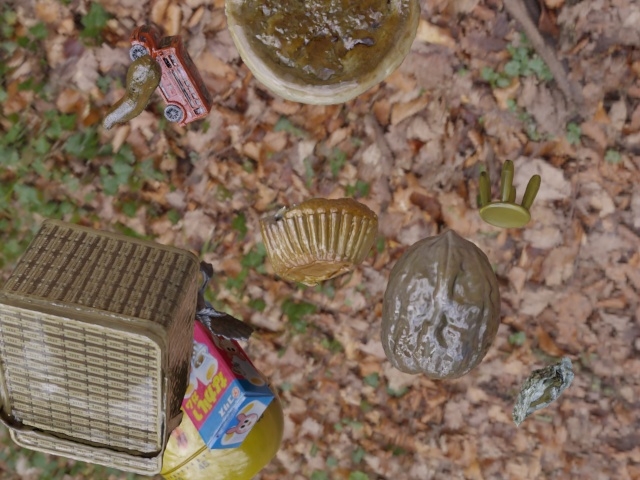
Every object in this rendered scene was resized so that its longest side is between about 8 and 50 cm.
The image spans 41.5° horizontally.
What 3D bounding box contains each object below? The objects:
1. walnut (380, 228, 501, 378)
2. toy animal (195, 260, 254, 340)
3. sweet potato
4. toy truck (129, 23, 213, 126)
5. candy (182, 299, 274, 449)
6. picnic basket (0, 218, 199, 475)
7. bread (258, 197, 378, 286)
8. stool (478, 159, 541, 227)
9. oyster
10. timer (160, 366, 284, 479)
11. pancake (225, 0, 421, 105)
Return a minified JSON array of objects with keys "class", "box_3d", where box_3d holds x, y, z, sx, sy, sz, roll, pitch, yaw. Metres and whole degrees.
[{"class":"walnut","box_3d":[0.179,0.095,1.255,0.178,0.178,0.230,10,103,17]},{"class":"toy animal","box_3d":[-0.229,0.098,1.420,0.272,0.197,0.160,-1,144,-44]},{"class":"sweet potato","box_3d":[-0.410,-0.326,1.860,0.233,0.081,0.062,-44,65,42]},{"class":"toy truck","box_3d":[-0.363,-0.414,2.067,0.114,0.107,0.253,-18,122,13]},{"class":"candy","box_3d":[-0.237,0.276,1.786,0.100,0.306,0.157,15,116,-47]},{"class":"picnic basket","box_3d":[-0.292,0.159,1.118,0.228,0.175,0.313,13,132,1]},{"class":"bread","box_3d":[0.000,0.000,1.916,0.274,0.149,0.274,-4,160,-1]},{"class":"stool","box_3d":[0.407,-0.097,1.840,0.134,0.110,0.135,6,157,19]},{"class":"oyster","box_3d":[0.319,0.212,1.212,0.037,0.100,0.098,46,153,42]},{"class":"timer","box_3d":[-0.280,0.407,2.030,0.387,0.376,0.376,50,137,0]},{"class":"pancake","box_3d":[0.005,-0.443,1.562,0.382,0.382,0.071,24,169,1]}]
